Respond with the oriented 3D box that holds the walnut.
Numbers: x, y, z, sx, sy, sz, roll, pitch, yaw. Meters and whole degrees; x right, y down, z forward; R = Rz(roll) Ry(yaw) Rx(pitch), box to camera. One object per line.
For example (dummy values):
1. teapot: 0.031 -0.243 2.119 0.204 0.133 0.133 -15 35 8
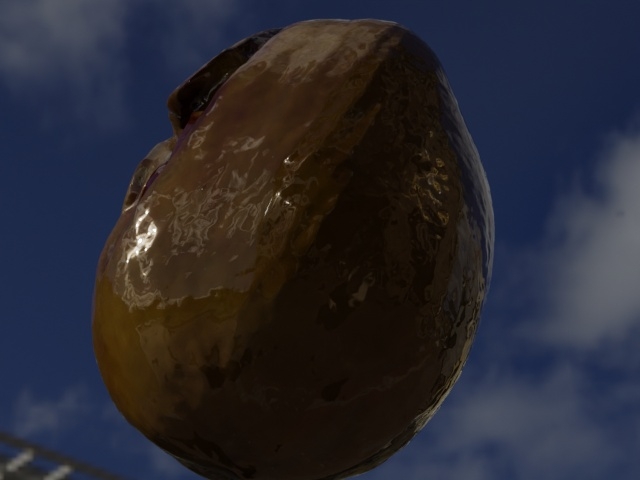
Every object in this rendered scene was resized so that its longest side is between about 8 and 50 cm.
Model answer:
1. walnut: 0.000 0.000 0.891 0.203 0.298 0.203 18 -39 15
